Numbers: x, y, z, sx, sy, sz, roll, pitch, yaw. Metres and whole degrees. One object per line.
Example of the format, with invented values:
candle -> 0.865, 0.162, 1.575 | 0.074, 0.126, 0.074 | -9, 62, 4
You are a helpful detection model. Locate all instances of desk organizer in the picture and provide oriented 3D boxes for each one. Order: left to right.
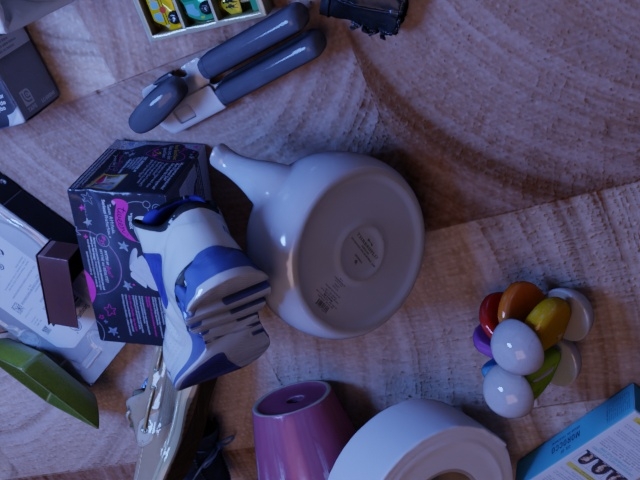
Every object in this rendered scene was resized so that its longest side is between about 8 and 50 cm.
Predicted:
desk organizer -> -0.383, 0.066, 1.245 | 0.050, 0.047, 0.130 | 9, 124, 9

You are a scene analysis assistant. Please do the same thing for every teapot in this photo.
teapot -> 0.000, 0.000, 1.079 | 0.187, 0.252, 0.256 | 17, 111, 52

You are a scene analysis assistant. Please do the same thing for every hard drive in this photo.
hard drive -> -0.449, 0.067, 1.334 | 0.339, 0.064, 0.237 | 38, 125, -9

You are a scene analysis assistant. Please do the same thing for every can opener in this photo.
can opener -> -0.126, -0.198, 1.040 | 0.283, 0.095, 0.076 | -20, 117, 35

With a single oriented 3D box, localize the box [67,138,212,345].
box -> -0.231, 0.003, 1.163 | 0.142, 0.163, 0.247 | 5, 122, 11

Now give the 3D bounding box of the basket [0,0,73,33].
basket -> -0.383, -0.326, 1.001 | 0.103, 0.167, 0.113 | 7, 123, 21

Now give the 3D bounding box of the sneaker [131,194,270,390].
sneaker -> -0.147, 0.048, 1.030 | 0.127, 0.182, 0.315 | -17, 154, -20

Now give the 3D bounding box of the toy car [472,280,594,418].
toy car -> 0.268, 0.136, 1.120 | 0.136, 0.159, 0.182 | 33, 135, 39

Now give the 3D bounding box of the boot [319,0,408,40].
boot -> 0.055, -0.294, 0.955 | 0.099, 0.045, 0.121 | 19, 132, 8

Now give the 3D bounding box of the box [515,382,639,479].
box -> 0.406, 0.318, 1.228 | 0.100, 0.060, 0.244 | 37, 125, -7

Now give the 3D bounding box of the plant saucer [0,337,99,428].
plant saucer -> -0.466, 0.229, 1.401 | 0.188, 0.045, 0.188 | 9, 147, 45

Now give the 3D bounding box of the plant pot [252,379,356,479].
plant pot -> -0.021, 0.326, 1.299 | 0.201, 0.201, 0.180 | -12, 102, 24

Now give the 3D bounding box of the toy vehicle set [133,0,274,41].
toy vehicle set -> -0.173, -0.379, 0.976 | 0.166, 0.035, 0.267 | -8, 119, 21

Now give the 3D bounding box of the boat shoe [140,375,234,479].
boat shoe -> -0.212, 0.335, 1.407 | 0.089, 0.109, 0.258 | -17, 117, 22

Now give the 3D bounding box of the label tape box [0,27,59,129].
label tape box -> -0.538, -0.294, 1.103 | 0.241, 0.106, 0.333 | -11, 118, 23

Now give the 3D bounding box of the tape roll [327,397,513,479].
tape roll -> 0.146, 0.379, 1.220 | 0.100, 0.286, 0.286 | 25, 142, 56

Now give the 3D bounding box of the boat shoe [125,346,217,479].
boat shoe -> -0.242, 0.265, 1.308 | 0.110, 0.121, 0.341 | 18, 90, 12
